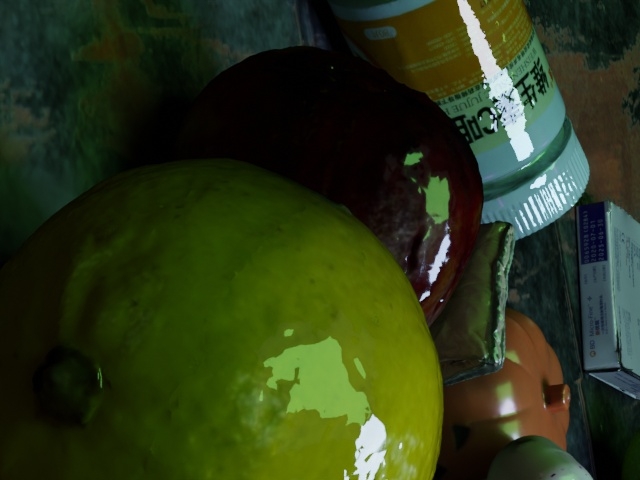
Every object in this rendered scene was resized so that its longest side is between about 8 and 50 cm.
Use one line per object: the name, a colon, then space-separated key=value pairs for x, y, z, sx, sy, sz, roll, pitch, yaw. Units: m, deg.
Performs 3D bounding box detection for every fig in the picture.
fig: x=0.001 y=-0.011 z=1.257 sx=0.224 sy=0.224 sz=0.263 roll=26 pitch=65 yaw=-57

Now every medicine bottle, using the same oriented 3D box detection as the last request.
medicine bottle: x=0.351 y=0.072 z=2.042 sx=0.171 sy=0.052 sz=0.201 roll=26 pitch=58 yaw=-57
medicine bottle: x=0.114 y=-0.163 z=1.567 sx=0.318 sy=0.158 sz=0.158 roll=63 pitch=33 yaw=-28

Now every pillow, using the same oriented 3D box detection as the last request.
pillow: x=0.065 y=0.067 z=1.356 sx=0.043 sy=0.232 sz=0.126 roll=26 pitch=59 yaw=-24

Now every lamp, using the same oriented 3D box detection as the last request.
lamp: x=0.135 y=0.143 z=1.505 sx=0.187 sy=0.164 sz=0.187 roll=35 pitch=49 yaw=-53

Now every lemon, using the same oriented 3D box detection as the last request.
lemon: x=-0.067 y=0.094 z=1.027 sx=0.297 sy=0.297 sz=0.297 roll=28 pitch=58 yaw=-56

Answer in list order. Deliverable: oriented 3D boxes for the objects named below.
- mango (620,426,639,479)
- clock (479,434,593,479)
mango: x=0.419 y=0.338 z=1.959 sx=0.343 sy=0.156 sz=0.192 roll=66 pitch=-9 yaw=-23
clock: x=0.169 y=0.326 z=1.438 sx=0.309 sy=0.284 sz=0.114 roll=55 pitch=-7 yaw=-35
